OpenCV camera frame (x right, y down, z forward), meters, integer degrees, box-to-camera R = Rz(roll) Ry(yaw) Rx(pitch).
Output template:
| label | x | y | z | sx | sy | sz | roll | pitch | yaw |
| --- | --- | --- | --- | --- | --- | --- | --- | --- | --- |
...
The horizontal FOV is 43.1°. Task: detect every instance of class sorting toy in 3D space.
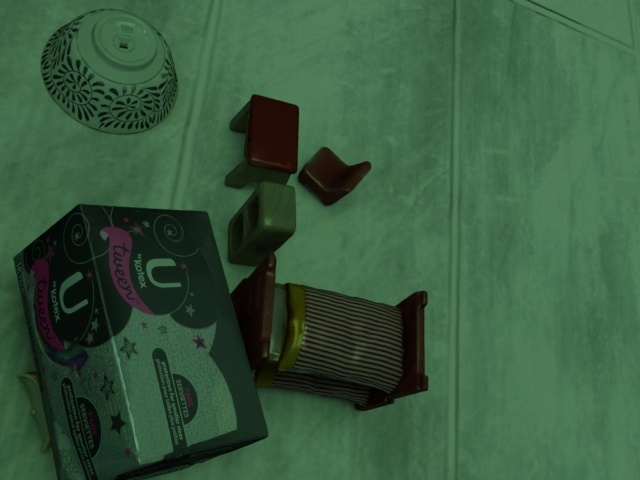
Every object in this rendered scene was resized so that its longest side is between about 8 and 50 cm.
| label | x | y | z | sx | sy | sz | roll | pitch | yaw |
| --- | --- | --- | --- | --- | --- | --- | --- | --- | --- |
| sorting toy | -0.257 | 0.163 | 0.830 | 0.075 | 0.045 | 0.083 | -6 | 70 | -50 |

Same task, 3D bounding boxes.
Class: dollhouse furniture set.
| label | x | y | z | sx | sy | sz | roll | pitch | yaw |
| --- | --- | --- | --- | --- | --- | --- | --- | --- | --- |
| dollhouse furniture set | 0.000 | 0.000 | 0.964 | 0.201 | 0.152 | 0.374 | 12 | 63 | -23 |

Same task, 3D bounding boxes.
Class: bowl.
| label | x | y | z | sx | sy | sz | roll | pitch | yaw |
| --- | --- | --- | --- | --- | --- | --- | --- | --- | --- |
| bowl | -0.244 | -0.222 | 0.984 | 0.170 | 0.080 | 0.170 | 11 | 63 | -24 |

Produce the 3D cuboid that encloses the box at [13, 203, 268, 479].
| label | x | y | z | sx | sy | sz | roll | pitch | yaw |
| --- | --- | --- | --- | --- | --- | --- | --- | --- | --- |
| box | -0.180 | 0.103 | 0.802 | 0.163 | 0.142 | 0.247 | 2 | 64 | -49 |
